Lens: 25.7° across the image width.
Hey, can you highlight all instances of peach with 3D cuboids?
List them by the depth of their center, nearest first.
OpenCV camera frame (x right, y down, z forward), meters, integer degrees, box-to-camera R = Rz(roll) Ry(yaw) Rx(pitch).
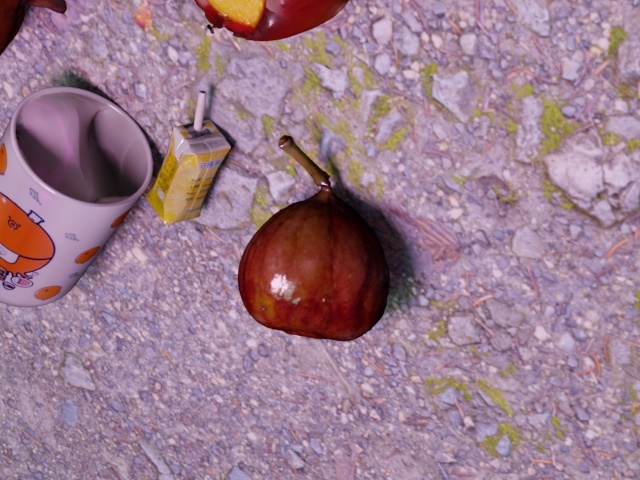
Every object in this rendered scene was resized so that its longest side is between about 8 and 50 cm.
[{"bbox_3d":[-0.074,-0.331,1.677,0.226,0.190,0.196,-4,76,13],"label":"peach"}]

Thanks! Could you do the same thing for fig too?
[{"bbox_3d":[0.000,0.008,1.884,0.203,0.186,0.250,11,81,6],"label":"fig"}]

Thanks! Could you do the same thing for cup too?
[{"bbox_3d":[-0.406,-0.048,2.074,0.212,0.212,0.317,44,134,3],"label":"cup"}]

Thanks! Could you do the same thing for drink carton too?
[{"bbox_3d":[-0.178,-0.115,1.966,0.074,0.084,0.200,54,138,26],"label":"drink carton"}]

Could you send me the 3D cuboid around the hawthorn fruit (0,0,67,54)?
[{"bbox_3d":[-0.564,-0.343,1.944,0.324,0.308,0.308,12,123,38],"label":"hawthorn fruit"}]
